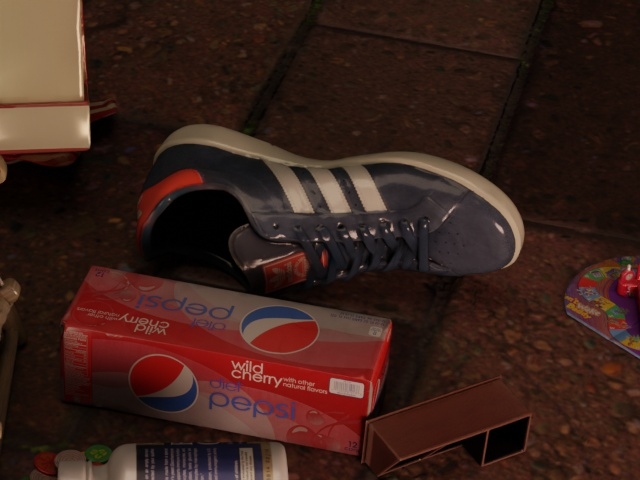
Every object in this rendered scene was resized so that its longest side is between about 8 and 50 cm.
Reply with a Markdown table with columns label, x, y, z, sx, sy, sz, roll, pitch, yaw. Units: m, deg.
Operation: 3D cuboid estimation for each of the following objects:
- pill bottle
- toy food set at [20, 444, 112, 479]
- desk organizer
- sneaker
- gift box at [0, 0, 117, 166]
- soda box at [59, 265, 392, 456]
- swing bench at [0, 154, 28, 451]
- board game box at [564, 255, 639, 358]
| label | x | y | z | sx | sy | sz | roll | pitch | yaw |
| --- | --- | --- | --- | --- | --- | --- | --- | --- | --- |
| pill bottle | -0.110 | 0.197 | 1.485 | 0.169 | 0.094 | 0.094 | 0 | 35 | -6 |
| toy food set | -0.192 | 0.191 | 1.552 | 0.083 | 0.020 | 0.082 | -10 | 37 | -18 |
| desk organizer | 0.102 | 0.158 | 1.603 | 0.130 | 0.047 | 0.050 | -16 | 42 | -26 |
| sneaker | 0.000 | 0.000 | 1.766 | 0.350 | 0.131 | 0.148 | 8 | 42 | 16 |
| gift box | -0.327 | -0.203 | 1.912 | 0.255 | 0.258 | 0.276 | -1 | 15 | -3 |
| soda box | -0.078 | 0.098 | 1.642 | 0.263 | 0.083 | 0.092 | 10 | 36 | 8 |
| swing bench | -0.322 | 0.049 | 1.539 | 0.165 | 0.255 | 0.253 | 1 | 35 | -4 |
| board game box | 0.303 | 0.051 | 1.784 | 0.133 | 0.033 | 0.168 | -26 | 44 | -35 |
